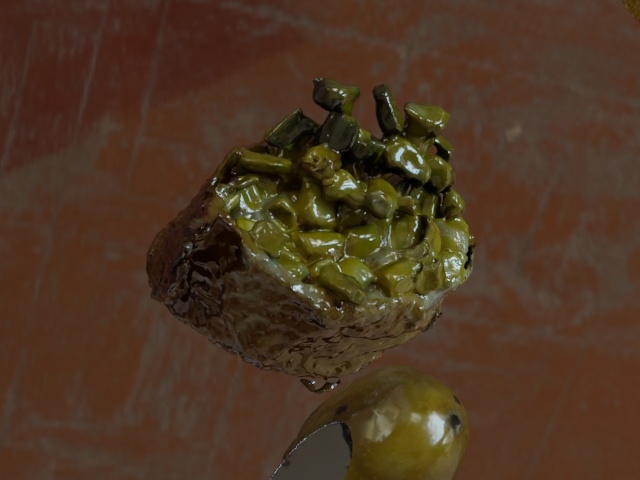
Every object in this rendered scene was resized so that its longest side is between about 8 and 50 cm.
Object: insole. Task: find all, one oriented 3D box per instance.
[{"bbox_3d":[-0.044,0.222,1.456,0.003,0.232,0.080,13,133,38],"label":"insole"}]

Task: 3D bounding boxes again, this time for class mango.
[{"bbox_3d":[0.057,0.235,2.083,0.176,0.175,0.329,12,162,-5],"label":"mango"}]

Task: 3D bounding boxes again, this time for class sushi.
[{"bbox_3d":[0.002,-0.001,1.357,0.296,0.167,0.179,11,142,-31],"label":"sushi"}]

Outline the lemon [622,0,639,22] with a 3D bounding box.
[{"bbox_3d":[0.362,-0.289,1.647,0.253,0.253,0.310,-33,107,18],"label":"lemon"}]
